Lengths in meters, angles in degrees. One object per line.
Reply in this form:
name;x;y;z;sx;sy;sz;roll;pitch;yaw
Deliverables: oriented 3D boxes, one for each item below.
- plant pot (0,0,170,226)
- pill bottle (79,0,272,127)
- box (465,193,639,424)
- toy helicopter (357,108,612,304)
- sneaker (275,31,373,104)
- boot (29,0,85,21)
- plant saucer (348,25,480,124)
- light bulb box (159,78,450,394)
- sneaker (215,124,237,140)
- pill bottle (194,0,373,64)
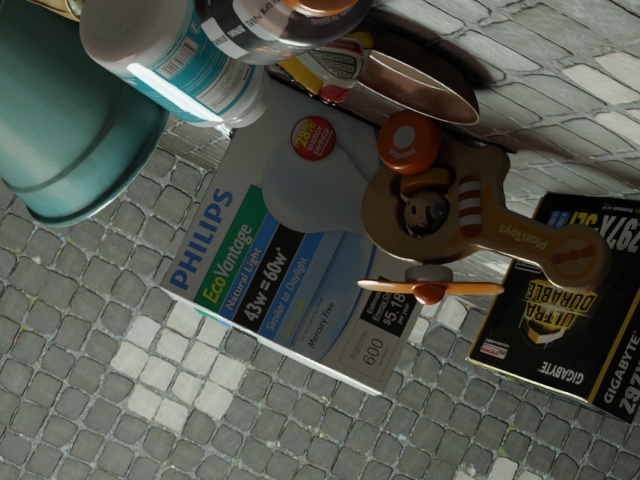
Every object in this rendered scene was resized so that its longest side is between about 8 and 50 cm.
plant pot;-0.479;-0.252;2.253;0.334;0.341;0.341;40;167;-37
pill bottle;-0.168;-0.234;1.728;0.146;0.146;0.264;22;173;36
box;0.334;0.075;1.749;0.079;0.257;0.322;29;175;-20
toy helicopter;0.196;-0.005;1.735;0.355;0.235;0.140;22;173;35
sneaker;-0.039;-0.243;1.429;0.225;0.093;0.088;40;-165;2
boot;-0.453;-0.395;1.904;0.269;0.089;0.236;25;-175;17
plant saucer;0.093;-0.188;1.523;0.198;0.036;0.198;27;175;3
light bulb box;0.000;0.000;2.070;0.361;0.358;0.225;25;173;3
sneaker;-0.174;-0.228;2.274;0.237;0.085;0.086;25;-158;-32
pill bottle;-0.027;-0.227;1.196;0.130;0.130;0.245;27;175;-14
